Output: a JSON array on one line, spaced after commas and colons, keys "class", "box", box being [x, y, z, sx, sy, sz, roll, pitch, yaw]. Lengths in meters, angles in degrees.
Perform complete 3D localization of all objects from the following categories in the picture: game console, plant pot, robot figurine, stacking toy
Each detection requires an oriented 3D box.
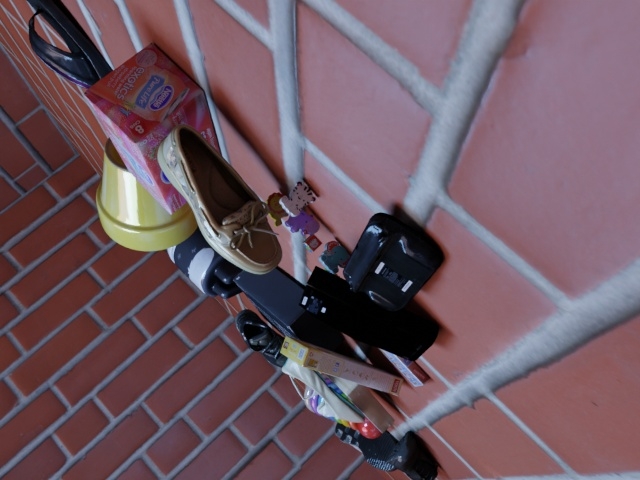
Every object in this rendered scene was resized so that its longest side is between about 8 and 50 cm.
[{"class": "game console", "box": [0.090, 0.075, 0.922, 0.213, 0.044, 0.361, 26, 153, 2]}, {"class": "plant pot", "box": [-0.418, -0.143, 1.540, 0.254, 0.254, 0.239, 41, 148, 23]}, {"class": "robot figurine", "box": [-0.312, 0.045, 1.817, 0.278, 0.209, 0.174, 38, -176, 30]}, {"class": "stacking toy", "box": [0.000, 0.000, 1.063, 0.221, 0.052, 0.167, 48, 167, -8]}, {"class": "stacking toy", "box": [0.087, 0.545, 2.047, 0.330, 0.141, 0.141, 18, 147, 55]}]

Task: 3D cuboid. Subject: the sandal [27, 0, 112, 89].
[{"class": "sandal", "box": [-0.580, -0.413, 1.517, 0.445, 0.107, 0.168, 54, 164, -22]}]

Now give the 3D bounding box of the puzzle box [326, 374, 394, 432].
[{"class": "puzzle box", "box": [0.018, 0.340, 1.764, 0.409, 0.052, 0.272, 39, 168, 42]}]

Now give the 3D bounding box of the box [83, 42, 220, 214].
[{"class": "box", "box": [-0.296, -0.194, 1.189, 0.142, 0.154, 0.300, 44, 164, 14]}]

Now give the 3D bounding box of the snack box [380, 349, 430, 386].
[{"class": "snack box", "box": [0.139, 0.216, 1.259, 0.178, 0.022, 0.064, 46, 164, 7]}]

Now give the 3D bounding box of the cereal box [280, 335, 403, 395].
[{"class": "cereal box", "box": [0.045, 0.282, 1.439, 0.240, 0.047, 0.173, 22, 173, -18]}]

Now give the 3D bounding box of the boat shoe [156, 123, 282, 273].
[{"class": "boat shoe", "box": [-0.161, -0.062, 1.051, 0.285, 0.104, 0.089, 49, 155, -10]}]

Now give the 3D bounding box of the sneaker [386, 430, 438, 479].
[{"class": "sneaker", "box": [0.273, 0.628, 1.813, 0.130, 0.109, 0.286, 33, 170, 26]}]

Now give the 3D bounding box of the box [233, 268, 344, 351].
[{"class": "box", "box": [-0.082, 0.175, 1.619, 0.261, 0.103, 0.184, 33, 164, 45]}]

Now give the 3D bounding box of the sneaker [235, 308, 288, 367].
[{"class": "sneaker", "box": [-0.134, 0.284, 1.716, 0.227, 0.087, 0.130, 45, 180, -14]}]

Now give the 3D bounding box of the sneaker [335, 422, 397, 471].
[{"class": "sneaker", "box": [0.198, 0.708, 2.208, 0.146, 0.122, 0.331, 35, 172, -29]}]

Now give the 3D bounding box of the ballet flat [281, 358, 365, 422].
[{"class": "ballet flat", "box": [0.002, 0.381, 1.581, 0.248, 0.086, 0.086, 46, 165, 0]}]
